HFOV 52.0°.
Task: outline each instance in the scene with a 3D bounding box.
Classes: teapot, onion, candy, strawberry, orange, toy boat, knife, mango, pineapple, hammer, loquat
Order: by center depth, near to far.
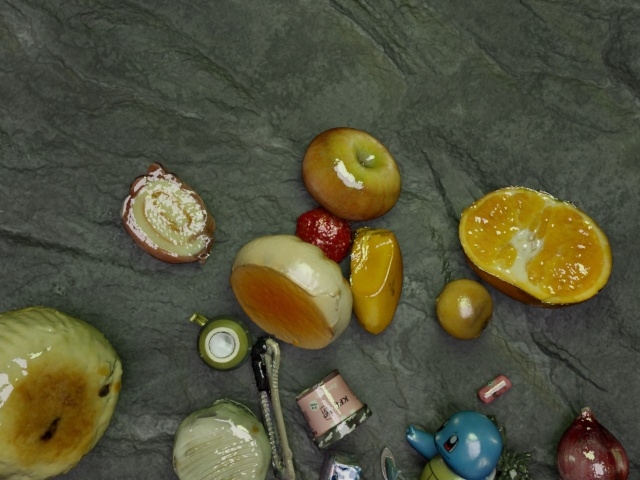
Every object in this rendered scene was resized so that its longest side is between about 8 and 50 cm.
[{"bbox_3d":[0.487,0.023,1.486,0.310,0.274,0.274,6,88,43],"label":"orange"},{"bbox_3d":[0.045,0.540,1.511,0.073,0.160,0.092,14,82,-3],"label":"candy"},{"bbox_3d":[0.626,0.484,1.522,0.159,0.159,0.195,-3,79,-1],"label":"onion"},{"bbox_3d":[0.127,0.094,1.528,0.126,0.154,0.252,-1,90,19],"label":"mango"},{"bbox_3d":[0.165,0.543,1.529,0.034,0.122,0.096,-8,89,-3],"label":"toy boat"},{"bbox_3d":[0.334,0.161,1.534,0.141,0.141,0.141,0,88,0],"label":"loquat"},{"bbox_3d":[-0.236,0.228,1.536,0.165,0.119,0.130,41,86,2],"label":"teapot"},{"bbox_3d":[0.442,0.548,1.541,0.130,0.119,0.277,-34,87,43],"label":"pineapple"},{"bbox_3d":[-0.113,0.403,1.545,0.089,0.043,0.365,-4,97,43],"label":"knife"},{"bbox_3d":[0.000,0.000,1.573,0.146,0.082,0.187,18,93,7],"label":"strawberry"},{"bbox_3d":[0.417,0.357,1.577,0.083,0.043,0.043,-35,89,0],"label":"hammer"}]

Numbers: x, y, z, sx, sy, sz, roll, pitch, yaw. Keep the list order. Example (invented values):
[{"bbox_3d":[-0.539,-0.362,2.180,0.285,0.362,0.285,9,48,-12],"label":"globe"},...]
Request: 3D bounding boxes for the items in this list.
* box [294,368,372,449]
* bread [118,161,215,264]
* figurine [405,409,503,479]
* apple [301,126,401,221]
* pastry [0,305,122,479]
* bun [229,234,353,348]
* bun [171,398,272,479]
[{"bbox_3d":[0.023,0.386,1.526,0.151,0.151,0.135,-32,79,-1],"label":"box"},{"bbox_3d":[-0.347,-0.039,1.542,0.244,0.123,0.190,43,90,1],"label":"bread"},{"bbox_3d":[0.288,0.581,1.452,0.243,0.298,0.416,-7,109,0],"label":"figurine"},{"bbox_3d":[0.067,-0.146,1.514,0.210,0.173,0.235,-28,77,-41],"label":"apple"},{"bbox_3d":[-0.634,0.326,1.424,0.312,0.388,0.388,8,88,39],"label":"pastry"},{"bbox_3d":[-0.049,0.098,1.484,0.299,0.299,0.165,35,55,1],"label":"bun"},{"bbox_3d":[-0.225,0.485,1.520,0.239,0.141,0.239,0,93,4],"label":"bun"}]
